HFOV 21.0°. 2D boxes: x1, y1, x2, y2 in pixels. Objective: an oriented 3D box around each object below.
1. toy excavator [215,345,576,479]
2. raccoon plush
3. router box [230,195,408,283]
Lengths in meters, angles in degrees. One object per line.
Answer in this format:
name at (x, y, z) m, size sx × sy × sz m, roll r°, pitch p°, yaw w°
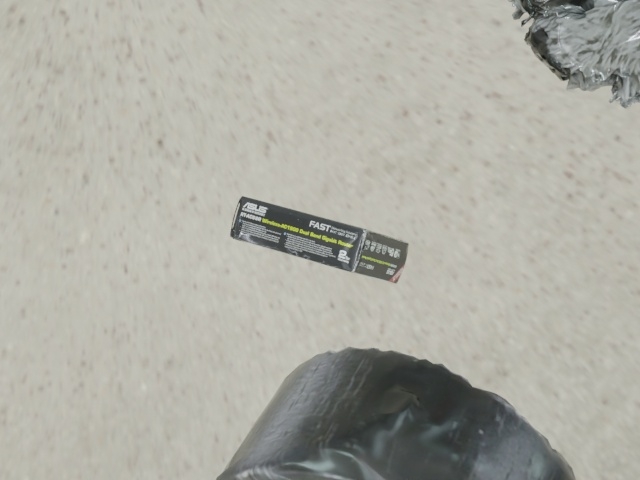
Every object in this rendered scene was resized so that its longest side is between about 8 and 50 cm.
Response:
toy excavator at (-0.008, 0.254, 0.591) m, size 0.433 × 0.222 × 0.445 m, roll 17°, pitch 140°, yaw 19°
raccoon plush at (0.353, -0.193, 1.400) m, size 0.446 × 0.299 × 0.216 m, roll 24°, pitch 104°, yaw 23°
router box at (0.000, 0.000, 1.432) m, size 0.122 × 0.092 × 0.038 m, roll 15°, pitch 89°, yaw 27°
